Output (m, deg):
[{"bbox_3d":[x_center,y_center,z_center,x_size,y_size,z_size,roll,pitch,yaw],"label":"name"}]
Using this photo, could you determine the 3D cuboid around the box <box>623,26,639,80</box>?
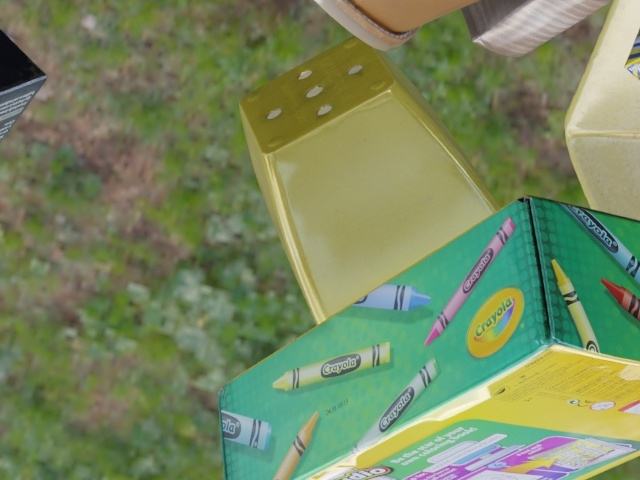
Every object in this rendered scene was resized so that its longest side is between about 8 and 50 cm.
[{"bbox_3d":[0.264,-0.137,1.071,0.054,0.059,0.169,36,148,-18],"label":"box"}]

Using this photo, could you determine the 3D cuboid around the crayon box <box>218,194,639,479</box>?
[{"bbox_3d":[0.088,0.079,0.952,0.165,0.081,0.278,11,150,-34],"label":"crayon box"}]

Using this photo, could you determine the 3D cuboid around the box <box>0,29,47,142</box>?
[{"bbox_3d":[-0.301,-0.103,1.224,0.156,0.093,0.158,45,118,6],"label":"box"}]

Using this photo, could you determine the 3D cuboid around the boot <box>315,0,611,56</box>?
[{"bbox_3d":[0.111,-0.190,0.895,0.220,0.109,0.283,-39,149,30],"label":"boot"}]

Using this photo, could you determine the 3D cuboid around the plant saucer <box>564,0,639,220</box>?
[{"bbox_3d":[0.303,-0.037,1.319,0.081,0.332,0.333,-13,154,-13],"label":"plant saucer"}]

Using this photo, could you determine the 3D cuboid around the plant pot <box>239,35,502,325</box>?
[{"bbox_3d":[0.032,-0.074,1.747,0.212,0.212,0.187,-29,120,2],"label":"plant pot"}]
